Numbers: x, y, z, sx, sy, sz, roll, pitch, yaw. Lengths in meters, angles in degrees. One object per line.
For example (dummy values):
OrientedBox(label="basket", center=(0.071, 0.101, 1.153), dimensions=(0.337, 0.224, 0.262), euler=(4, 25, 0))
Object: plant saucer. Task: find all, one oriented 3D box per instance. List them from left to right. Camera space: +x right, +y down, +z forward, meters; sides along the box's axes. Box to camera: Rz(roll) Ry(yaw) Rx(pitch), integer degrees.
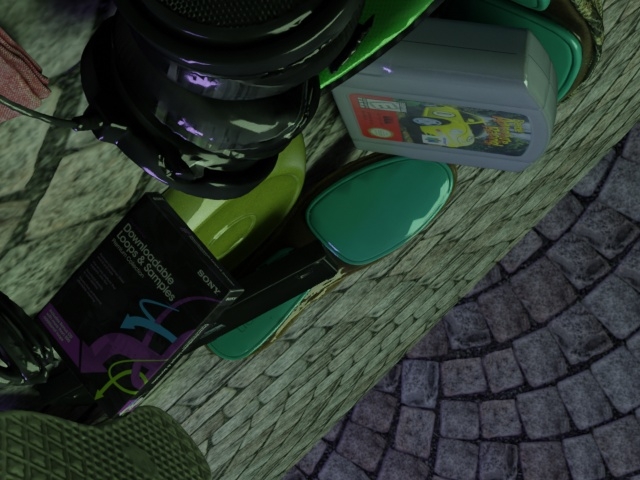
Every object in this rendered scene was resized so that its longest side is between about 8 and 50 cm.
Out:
OrientedBox(label="plant saucer", center=(-0.097, -0.013, 1.107), dimensions=(0.241, 0.037, 0.241), euler=(-40, 166, -12))

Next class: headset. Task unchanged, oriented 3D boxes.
OrientedBox(label="headset", center=(-0.040, -0.090, 0.606), dimensions=(0.394, 0.185, 0.243), euler=(-30, 168, -24))

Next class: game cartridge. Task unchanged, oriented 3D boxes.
OrientedBox(label="game cartridge", center=(0.114, -0.126, 1.053), dimensions=(0.294, 0.196, 0.060), euler=(52, 44, -76))

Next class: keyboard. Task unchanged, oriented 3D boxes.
OrientedBox(label="keyboard", center=(-0.136, 0.080, 1.146), dimensions=(0.317, 0.033, 0.201), euler=(-29, 168, 3))

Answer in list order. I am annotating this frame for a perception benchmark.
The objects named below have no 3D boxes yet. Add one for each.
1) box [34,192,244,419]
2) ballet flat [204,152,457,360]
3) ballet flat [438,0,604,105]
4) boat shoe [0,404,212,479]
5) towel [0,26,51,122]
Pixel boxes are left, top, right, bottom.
OrientedBox(label="box", center=(-0.157, 0.056, 0.985), dimensions=(0.162, 0.116, 0.029), euler=(-47, 165, 14))
OrientedBox(label="ballet flat", center=(0.000, 0.000, 1.286), dimensions=(0.342, 0.116, 0.124), euler=(-42, -164, 11))
OrientedBox(label="ballet flat", center=(0.187, -0.246, 0.982), dimensions=(0.182, 0.164, 0.483), euler=(-58, 165, -5))
OrientedBox(label="boat shoe", center=(-0.264, 0.270, 1.171), dimensions=(0.156, 0.186, 0.500), euler=(-39, 168, 8))
OrientedBox(label="towel", center=(-0.298, -0.012, 0.560), dimensions=(0.329, 0.037, 0.237), euler=(-42, 165, 0))
